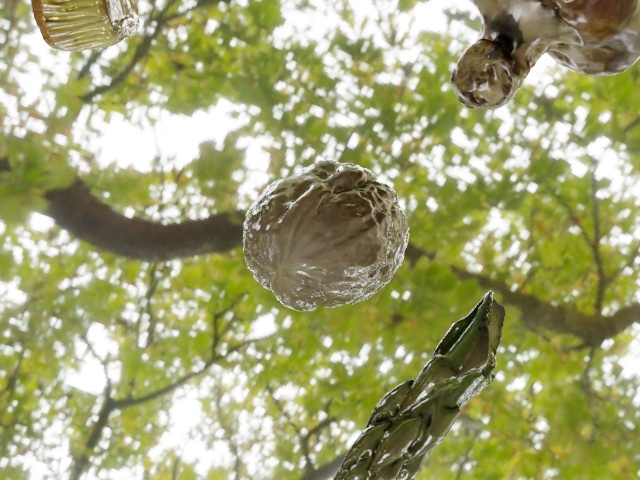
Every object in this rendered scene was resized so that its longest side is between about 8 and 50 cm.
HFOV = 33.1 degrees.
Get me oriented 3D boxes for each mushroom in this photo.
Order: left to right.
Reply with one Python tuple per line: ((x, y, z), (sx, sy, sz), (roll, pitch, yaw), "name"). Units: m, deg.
((0.238, -0.291, 1.277), (0.255, 0.267, 0.267), (-20, -139, -4), "mushroom")

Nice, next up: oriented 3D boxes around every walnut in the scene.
((0.001, -0.002, 1.222), (0.178, 0.178, 0.230), (34, -153, 11), "walnut")

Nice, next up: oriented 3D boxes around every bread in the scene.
((-0.295, -0.304, 1.336), (0.114, 0.132, 0.190), (-10, -166, -1), "bread")

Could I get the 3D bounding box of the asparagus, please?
((0.096, 0.178, 1.068), (0.080, 0.287, 0.080), (41, -172, -7), "asparagus")
